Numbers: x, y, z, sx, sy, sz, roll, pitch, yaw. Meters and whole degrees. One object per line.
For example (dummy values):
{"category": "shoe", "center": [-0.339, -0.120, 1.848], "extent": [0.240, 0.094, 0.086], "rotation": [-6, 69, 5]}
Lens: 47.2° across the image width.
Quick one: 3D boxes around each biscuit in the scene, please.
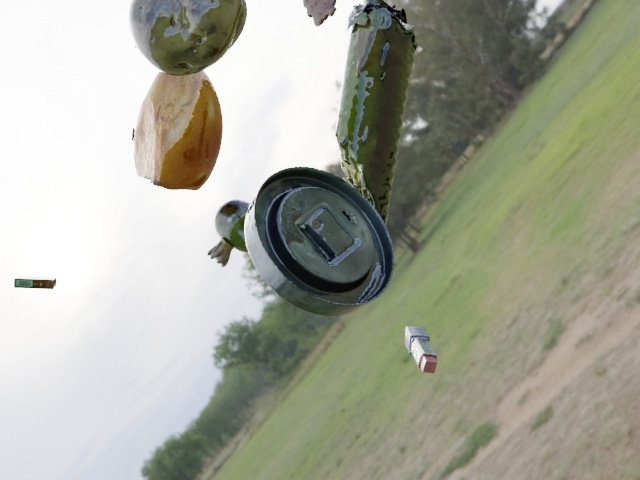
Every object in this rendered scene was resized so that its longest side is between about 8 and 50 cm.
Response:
{"category": "biscuit", "center": [-0.007, -0.659, 2.017], "extent": [0.019, 0.130, 0.119], "rotation": [4, -58, -58]}

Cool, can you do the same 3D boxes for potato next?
{"category": "potato", "center": [-0.175, -0.299, 0.987], "extent": [0.200, 0.154, 0.137], "rotation": [-98, 6, -62]}

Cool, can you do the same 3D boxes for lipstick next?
{"category": "lipstick", "center": [0.238, 0.259, 1.709], "extent": [0.312, 0.051, 0.051], "rotation": [-87, 1, -84]}

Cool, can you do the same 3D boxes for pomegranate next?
{"category": "pomegranate", "center": [-0.173, -0.015, 1.473], "extent": [0.142, 0.114, 0.114], "rotation": [-52, -5, -5]}

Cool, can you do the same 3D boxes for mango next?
{"category": "mango", "center": [-0.273, -0.231, 1.438], "extent": [0.138, 0.187, 0.257], "rotation": [10, -82, -50]}

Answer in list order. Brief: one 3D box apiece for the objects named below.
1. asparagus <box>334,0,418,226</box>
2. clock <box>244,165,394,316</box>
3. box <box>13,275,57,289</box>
{"category": "asparagus", "center": [0.083, -0.205, 1.216], "extent": [0.108, 0.128, 0.382], "rotation": [3, 83, 49]}
{"category": "clock", "center": [0.000, 0.000, 0.977], "extent": [0.215, 0.215, 0.042], "rotation": [-44, -1, -45]}
{"category": "box", "center": [-0.625, 0.092, 1.608], "extent": [0.051, 0.081, 0.023], "rotation": [-152, 66, -78]}
